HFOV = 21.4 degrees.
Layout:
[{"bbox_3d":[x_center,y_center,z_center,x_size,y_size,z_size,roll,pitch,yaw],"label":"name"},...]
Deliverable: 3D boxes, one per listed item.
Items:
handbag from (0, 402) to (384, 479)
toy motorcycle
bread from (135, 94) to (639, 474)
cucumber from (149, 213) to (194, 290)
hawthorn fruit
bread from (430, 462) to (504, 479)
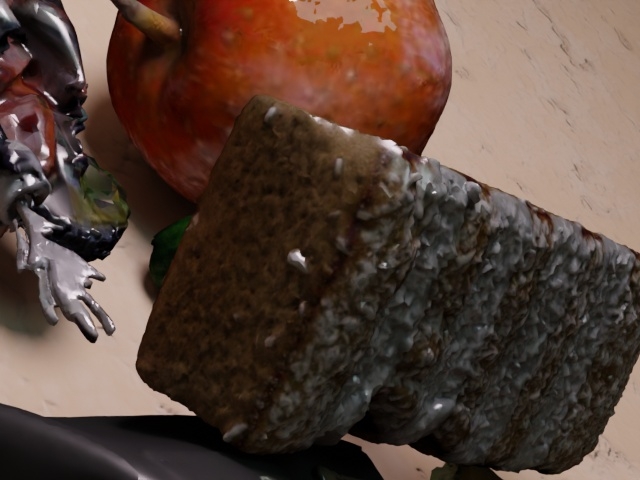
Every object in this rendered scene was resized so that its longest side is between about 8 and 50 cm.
[{"bbox_3d":[-0.011,0.198,0.794,0.288,0.152,0.342,1,38,-48],"label":"handbag"},{"bbox_3d":[-0.209,-0.063,0.976,0.207,0.134,0.401,10,41,-44],"label":"toy motorcycle"},{"bbox_3d":[0.072,0.044,0.969,0.113,0.165,0.416,29,6,31],"label":"bread"},{"bbox_3d":[0.000,0.000,1.094,0.069,0.227,0.069,-8,90,-84],"label":"cucumber"},{"bbox_3d":[-0.038,-0.111,1.179,0.263,0.231,0.235,-24,85,-18],"label":"hawthorn fruit"},{"bbox_3d":[0.104,0.237,1.028,0.172,0.064,0.232,10,41,-47],"label":"bread"}]
